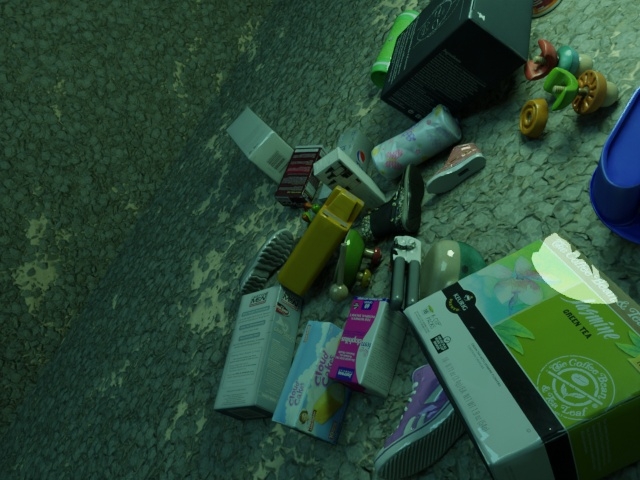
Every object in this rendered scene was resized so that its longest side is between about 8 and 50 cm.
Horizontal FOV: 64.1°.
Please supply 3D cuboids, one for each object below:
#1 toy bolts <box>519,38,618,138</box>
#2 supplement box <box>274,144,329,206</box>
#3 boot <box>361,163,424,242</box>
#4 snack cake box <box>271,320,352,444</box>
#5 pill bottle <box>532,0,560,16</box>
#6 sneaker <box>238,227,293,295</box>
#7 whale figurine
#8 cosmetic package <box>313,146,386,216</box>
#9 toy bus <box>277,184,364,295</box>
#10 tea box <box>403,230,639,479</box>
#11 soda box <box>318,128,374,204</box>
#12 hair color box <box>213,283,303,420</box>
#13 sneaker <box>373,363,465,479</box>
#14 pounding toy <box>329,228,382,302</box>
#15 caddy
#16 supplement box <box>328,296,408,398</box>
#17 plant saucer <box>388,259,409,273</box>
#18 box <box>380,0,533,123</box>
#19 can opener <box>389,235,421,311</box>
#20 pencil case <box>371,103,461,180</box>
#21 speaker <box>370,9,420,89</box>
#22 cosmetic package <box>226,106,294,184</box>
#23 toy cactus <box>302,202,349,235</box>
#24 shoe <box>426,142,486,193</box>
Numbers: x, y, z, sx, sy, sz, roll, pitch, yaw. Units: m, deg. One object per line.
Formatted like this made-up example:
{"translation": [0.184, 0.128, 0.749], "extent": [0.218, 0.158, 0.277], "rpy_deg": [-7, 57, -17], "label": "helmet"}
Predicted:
{"translation": [0.618, -0.380, 1.293], "extent": [0.218, 0.159, 0.228], "rpy_deg": [108, 164, -60], "label": "toy bolts"}
{"translation": [-0.067, -0.243, 1.926], "extent": [0.130, 0.073, 0.239], "rpy_deg": [5, 63, 34], "label": "supplement box"}
{"translation": [0.210, -0.109, 1.512], "extent": [0.179, 0.085, 0.236], "rpy_deg": [-21, 46, 40], "label": "boot"}
{"translation": [0.002, 0.353, 1.286], "extent": [0.089, 0.152, 0.264], "rpy_deg": [-4, 57, 46], "label": "snack cake box"}
{"translation": [0.623, -0.788, 1.518], "extent": [0.121, 0.221, 0.121], "rpy_deg": [-29, 41, 30], "label": "pill bottle"}
{"translation": [-0.208, 0.064, 1.810], "extent": [0.281, 0.105, 0.115], "rpy_deg": [-51, 35, 2], "label": "sneaker"}
{"translation": [0.304, 0.136, 1.168], "extent": [0.216, 0.141, 0.271], "rpy_deg": [110, 168, -80], "label": "whale figurine"}
{"translation": [0.092, -0.173, 1.564], "extent": [0.099, 0.239, 0.060], "rpy_deg": [-30, 41, 28], "label": "cosmetic package"}
{"translation": [0.000, 0.000, 1.542], "extent": [0.332, 0.108, 0.130], "rpy_deg": [-57, -1, 24], "label": "toy bus"}
{"translation": [0.372, 0.214, 0.875], "extent": [0.324, 0.220, 0.329], "rpy_deg": [-28, 39, 2], "label": "tea box"}
{"translation": [0.091, -0.236, 1.743], "extent": [0.091, 0.098, 0.286], "rpy_deg": [-9, 54, 43], "label": "soda box"}
{"translation": [-0.181, 0.334, 1.542], "extent": [0.185, 0.114, 0.374], "rpy_deg": [-19, 47, 37], "label": "hair color box"}
{"translation": [0.212, 0.373, 1.093], "extent": [0.282, 0.102, 0.161], "rpy_deg": [-39, 33, 0], "label": "sneaker"}
{"translation": [0.107, 0.074, 1.437], "extent": [0.237, 0.110, 0.182], "rpy_deg": [-51, -25, -72], "label": "pounding toy"}
{"translation": [0.670, -0.153, 0.964], "extent": [0.241, 0.179, 0.341], "rpy_deg": [29, 82, 30], "label": "caddy"}
{"translation": [0.124, 0.261, 1.266], "extent": [0.111, 0.114, 0.220], "rpy_deg": [-4, 59, 46], "label": "supplement box"}
{"translation": [0.225, 0.061, 1.409], "extent": [0.084, 0.013, 0.083], "rpy_deg": [-28, 43, 29], "label": "plant saucer"}
{"translation": [0.393, -0.568, 1.503], "extent": [0.395, 0.212, 0.293], "rpy_deg": [-32, 36, 57], "label": "box"}
{"translation": [0.215, 0.084, 1.297], "extent": [0.280, 0.074, 0.093], "rpy_deg": [-75, -4, -54], "label": "can opener"}
{"translation": [0.287, -0.293, 1.549], "extent": [0.273, 0.124, 0.113], "rpy_deg": [-31, -2, 30], "label": "pencil case"}
{"translation": [0.291, -0.710, 1.906], "extent": [0.131, 0.131, 0.296], "rpy_deg": [4, 63, 50], "label": "speaker"}
{"translation": [-0.233, -0.397, 2.148], "extent": [0.156, 0.217, 0.385], "rpy_deg": [-47, 38, 7], "label": "cosmetic package"}
{"translation": [0.012, -0.036, 1.670], "extent": [0.219, 0.112, 0.180], "rpy_deg": [15, 94, 35], "label": "toy cactus"}
{"translation": [0.372, -0.204, 1.437], "extent": [0.178, 0.063, 0.081], "rpy_deg": [-32, 39, 18], "label": "shoe"}
